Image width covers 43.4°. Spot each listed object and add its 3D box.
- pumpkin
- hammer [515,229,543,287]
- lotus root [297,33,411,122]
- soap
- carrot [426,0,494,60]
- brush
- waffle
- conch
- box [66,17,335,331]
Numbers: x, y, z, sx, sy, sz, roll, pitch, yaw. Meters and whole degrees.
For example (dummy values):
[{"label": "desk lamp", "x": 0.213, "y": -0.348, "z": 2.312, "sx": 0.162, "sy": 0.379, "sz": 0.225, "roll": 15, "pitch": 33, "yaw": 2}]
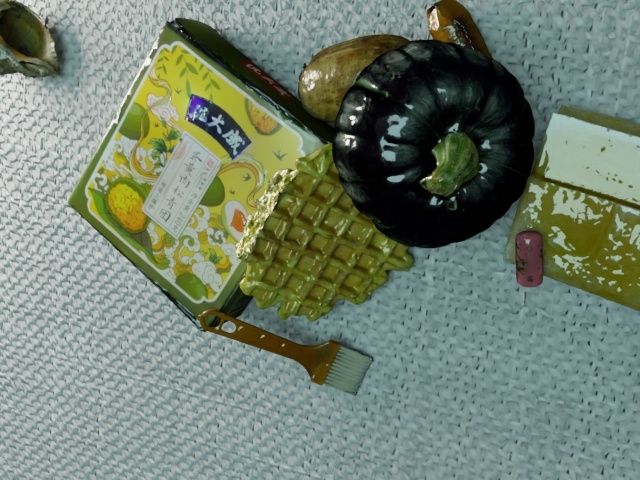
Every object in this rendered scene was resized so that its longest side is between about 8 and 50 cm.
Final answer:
[{"label": "pumpkin", "x": 0.168, "y": -0.132, "z": 1.115, "sx": 0.295, "sy": 0.296, "sz": 0.296, "roll": 3, "pitch": 99, "yaw": 23}, {"label": "hammer", "x": 0.300, "y": 0.026, "z": 1.159, "sx": 0.043, "sy": 0.043, "sz": 0.083, "roll": 0, "pitch": 107, "yaw": 23}, {"label": "lotus root", "x": 0.083, "y": -0.259, "z": 1.285, "sx": 0.260, "sy": 0.145, "sz": 0.128, "roll": -1, "pitch": 140, "yaw": 25}, {"label": "soap", "x": 0.440, "y": -0.041, "z": 1.169, "sx": 0.281, "sy": 0.143, "sz": 0.259, "roll": 20, "pitch": 105, "yaw": 24}, {"label": "carrot", "x": 0.244, "y": -0.255, "z": 1.256, "sx": 0.070, "sy": 0.070, "sz": 0.260, "roll": -27, "pitch": 89, "yaw": 24}, {"label": "brush", "x": -0.066, "y": 0.187, "z": 1.408, "sx": 0.314, "sy": 0.017, "sz": 0.090, "roll": 21, "pitch": 105, "yaw": -9}, {"label": "waffle", "x": -0.001, "y": -0.002, "z": 1.308, "sx": 0.312, "sy": 0.060, "sz": 0.307, "roll": -28, "pitch": 123, "yaw": 4}, {"label": "conch", "x": -0.604, "y": -0.388, "z": 1.567, "sx": 0.207, "sy": 0.130, "sz": 0.155, "roll": 25, "pitch": 120, "yaw": 3}, {"label": "box", "x": -0.204, "y": -0.114, "z": 1.428, "sx": 0.373, "sy": 0.138, "sz": 0.420, "roll": 41, "pitch": 111, "yaw": 13}]
